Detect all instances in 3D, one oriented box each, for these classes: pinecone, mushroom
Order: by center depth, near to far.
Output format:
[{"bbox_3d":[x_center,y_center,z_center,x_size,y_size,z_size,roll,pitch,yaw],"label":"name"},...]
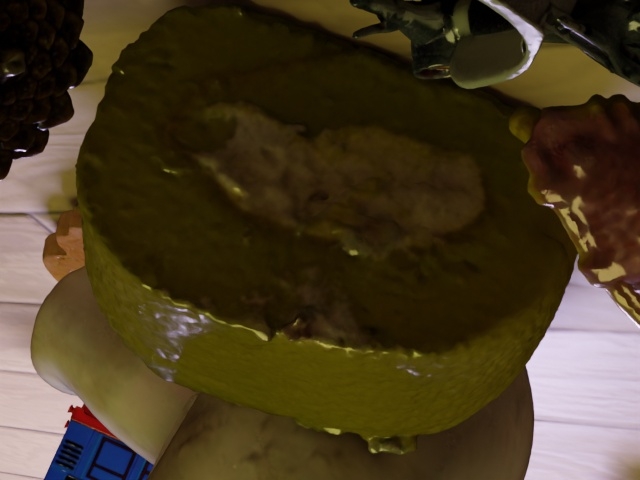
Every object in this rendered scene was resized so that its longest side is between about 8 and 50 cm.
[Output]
[{"bbox_3d":[-0.220,-0.115,0.901,0.165,0.163,0.163,26,162,36],"label":"pinecone"},{"bbox_3d":[-0.018,0.162,1.103,0.315,0.315,0.356,36,156,-27],"label":"mushroom"}]

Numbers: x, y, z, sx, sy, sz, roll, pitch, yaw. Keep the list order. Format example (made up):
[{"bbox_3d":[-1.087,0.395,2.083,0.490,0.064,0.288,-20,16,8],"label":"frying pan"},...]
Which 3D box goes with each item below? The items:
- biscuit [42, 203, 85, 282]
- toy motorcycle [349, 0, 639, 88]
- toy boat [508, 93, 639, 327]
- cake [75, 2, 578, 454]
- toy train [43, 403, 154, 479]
[{"bbox_3d":[-0.137,0.037,1.283,0.144,0.040,0.236,10,152,10],"label":"biscuit"},{"bbox_3d":[0.045,-0.134,0.699,0.263,0.091,0.157,32,158,-25],"label":"toy motorcycle"},{"bbox_3d":[0.228,0.018,0.791,0.318,0.141,0.099,27,-173,-28],"label":"toy boat"},{"bbox_3d":[0.000,0.000,0.904,0.260,0.179,0.156,20,157,7],"label":"cake"},{"bbox_3d":[-0.154,0.229,1.581,0.204,0.131,0.083,24,156,-2],"label":"toy train"}]
